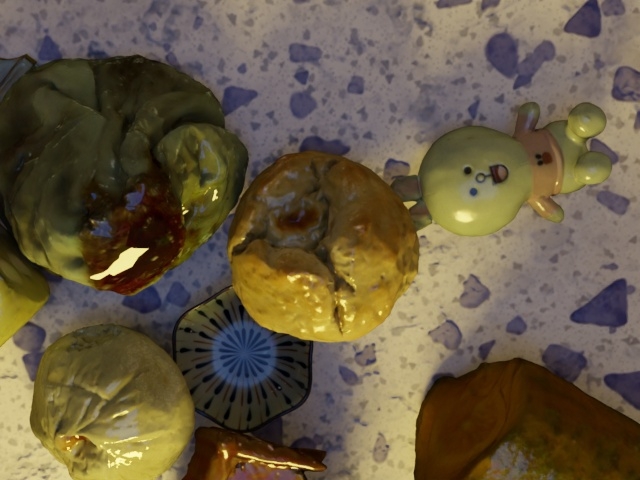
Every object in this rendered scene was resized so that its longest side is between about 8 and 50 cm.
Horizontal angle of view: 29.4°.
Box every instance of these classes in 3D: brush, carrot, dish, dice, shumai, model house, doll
[{"bbox_3d":[-0.427,-0.230,1.508,0.218,0.010,0.082,38,96,-7],"label":"brush"},{"bbox_3d":[0.287,0.297,1.504,0.340,0.241,0.241,32,96,-5],"label":"carrot"},{"bbox_3d":[-0.097,0.144,1.551,0.190,0.066,0.191,0,97,0],"label":"dish"},{"bbox_3d":[-0.443,0.066,1.473,0.169,0.169,0.166,-42,99,4],"label":"dice"},{"bbox_3d":[-0.251,-0.071,1.411,0.309,0.263,0.304,-44,103,6],"label":"shumai"},{"bbox_3d":[-0.088,0.325,1.516,0.219,0.199,0.229,-27,97,-8],"label":"model house"},{"bbox_3d":[0.227,-0.080,1.512,0.275,0.113,0.155,-19,90,8],"label":"doll"}]

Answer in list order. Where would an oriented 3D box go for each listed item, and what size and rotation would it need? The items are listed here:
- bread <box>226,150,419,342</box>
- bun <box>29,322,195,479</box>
[{"bbox_3d":[0.000,0.000,1.455,0.244,0.134,0.244,-3,67,8],"label":"bread"},{"bbox_3d":[-0.271,0.216,1.501,0.220,0.134,0.220,8,113,19],"label":"bun"}]
